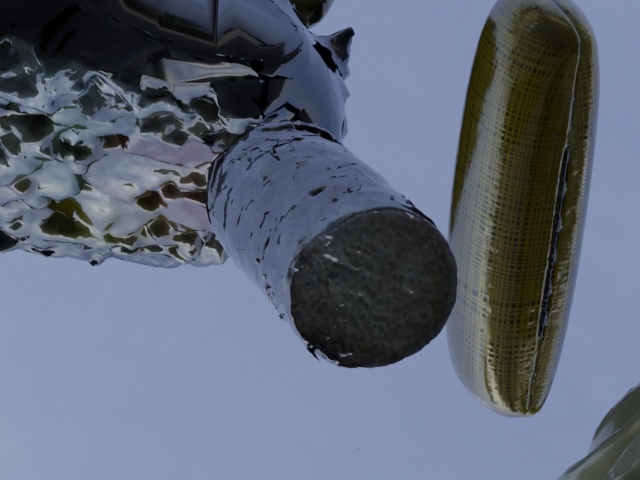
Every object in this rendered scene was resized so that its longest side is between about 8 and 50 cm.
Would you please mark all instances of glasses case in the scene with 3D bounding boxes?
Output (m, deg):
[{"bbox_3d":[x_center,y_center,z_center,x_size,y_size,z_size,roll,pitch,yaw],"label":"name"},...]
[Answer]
[{"bbox_3d":[0.101,-0.015,0.716,0.064,0.079,0.234,-8,-57,-17],"label":"glasses case"}]

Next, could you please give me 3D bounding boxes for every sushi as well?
[{"bbox_3d":[-0.140,-0.157,0.983,0.327,0.329,0.285,13,-115,-16],"label":"sushi"}]

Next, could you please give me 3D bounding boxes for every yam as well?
[{"bbox_3d":[-0.001,-0.002,0.595,0.079,0.141,0.079,-7,-68,-18],"label":"yam"}]

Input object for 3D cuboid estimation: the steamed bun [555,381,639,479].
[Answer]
[{"bbox_3d":[0.179,0.174,0.539,0.203,0.276,0.289,-34,-127,8],"label":"steamed bun"}]
